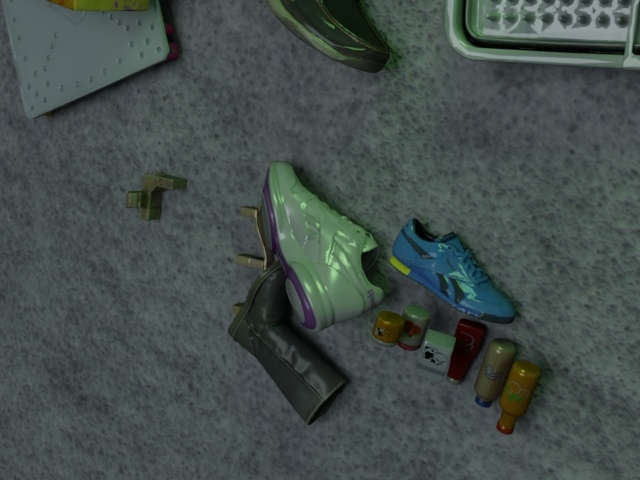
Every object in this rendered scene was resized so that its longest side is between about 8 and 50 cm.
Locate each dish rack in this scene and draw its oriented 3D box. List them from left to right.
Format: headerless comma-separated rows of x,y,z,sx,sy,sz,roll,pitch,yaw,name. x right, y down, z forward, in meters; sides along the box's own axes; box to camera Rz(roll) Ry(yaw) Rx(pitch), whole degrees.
0.326,-0.360,1.254,0.333,0.072,0.285,9,101,29,dish rack

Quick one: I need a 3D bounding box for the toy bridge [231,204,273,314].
-0.109,0.034,1.656,0.063,0.026,0.188,12,102,32,toy bridge

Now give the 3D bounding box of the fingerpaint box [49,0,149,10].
-0.436,-0.633,1.643,0.371,0.163,0.444,26,116,35,fingerpaint box

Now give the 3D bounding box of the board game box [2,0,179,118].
-0.437,-0.459,1.834,0.390,0.050,0.390,-15,85,36,board game box

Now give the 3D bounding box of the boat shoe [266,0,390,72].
-0.013,-0.391,1.480,0.355,0.132,0.130,49,118,22,boat shoe

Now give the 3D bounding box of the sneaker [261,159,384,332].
0.000,0.000,1.537,0.114,0.152,0.305,94,158,-56,sneaker

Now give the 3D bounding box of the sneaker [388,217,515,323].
0.190,0.041,1.411,0.209,0.069,0.082,34,110,29,sneaker

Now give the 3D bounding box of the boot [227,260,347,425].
-0.039,0.160,1.589,0.208,0.076,0.189,46,124,28,boot

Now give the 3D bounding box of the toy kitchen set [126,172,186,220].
-0.287,-0.071,1.751,0.075,0.068,0.083,14,103,35,toy kitchen set

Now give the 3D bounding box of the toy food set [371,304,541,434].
0.179,0.174,1.398,0.232,0.111,0.104,17,112,6,toy food set
